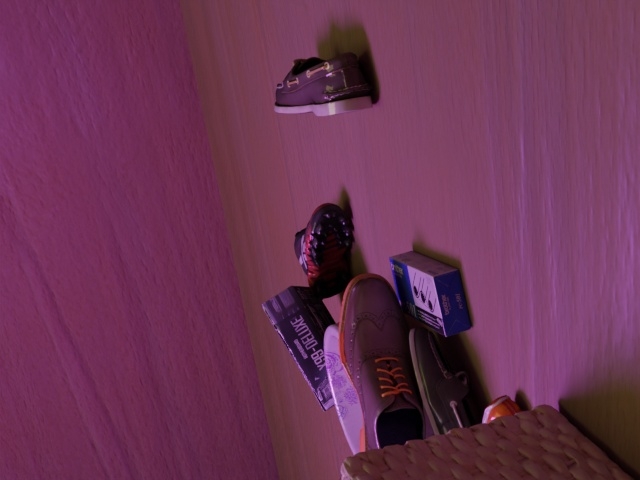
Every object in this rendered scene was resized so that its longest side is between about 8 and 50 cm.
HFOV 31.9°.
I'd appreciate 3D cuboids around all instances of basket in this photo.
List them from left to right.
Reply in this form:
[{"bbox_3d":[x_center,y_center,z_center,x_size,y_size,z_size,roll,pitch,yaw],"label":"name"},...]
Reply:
[{"bbox_3d":[0.223,0.402,1.340,0.331,0.328,0.266,-134,34,-65],"label":"basket"}]

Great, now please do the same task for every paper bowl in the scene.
[{"bbox_3d":[0.117,0.268,1.990,0.284,0.148,0.284,164,90,-76],"label":"paper bowl"}]

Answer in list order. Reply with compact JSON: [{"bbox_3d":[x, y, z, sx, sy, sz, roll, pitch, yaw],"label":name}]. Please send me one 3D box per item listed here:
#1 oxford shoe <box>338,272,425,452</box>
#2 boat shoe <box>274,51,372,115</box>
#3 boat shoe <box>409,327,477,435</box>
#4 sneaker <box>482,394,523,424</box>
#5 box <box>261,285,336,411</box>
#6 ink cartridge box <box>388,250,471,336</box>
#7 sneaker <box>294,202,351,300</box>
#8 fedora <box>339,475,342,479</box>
[{"bbox_3d":[0.115,0.225,1.779,0.133,0.130,0.364,141,120,-74],"label":"oxford shoe"},{"bbox_3d":[-0.005,-0.269,1.929,0.324,0.116,0.097,-160,59,-70],"label":"boat shoe"},{"bbox_3d":[0.224,0.290,1.752,0.112,0.095,0.335,20,-126,-74],"label":"boat shoe"},{"bbox_3d":[0.263,0.297,1.616,0.067,0.064,0.175,51,159,36],"label":"sneaker"},{"bbox_3d":[-0.003,0.213,2.286,0.242,0.076,0.307,58,-175,6],"label":"box"},{"bbox_3d":[0.170,0.080,1.771,0.207,0.046,0.097,-154,50,-73],"label":"ink cartridge box"},{"bbox_3d":[0.000,0.000,2.275,0.276,0.097,0.135,89,157,-55],"label":"sneaker"},{"bbox_3d":[0.098,0.671,2.755,0.194,0.079,0.194,170,90,-78],"label":"fedora"}]
